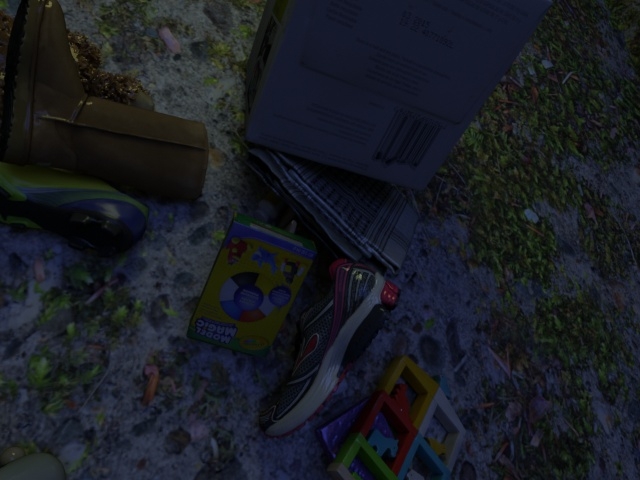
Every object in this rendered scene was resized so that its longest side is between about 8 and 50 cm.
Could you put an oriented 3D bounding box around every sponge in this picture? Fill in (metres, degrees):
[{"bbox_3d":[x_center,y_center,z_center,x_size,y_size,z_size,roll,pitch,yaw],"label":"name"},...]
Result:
[{"bbox_3d":[0.086,0.381,0.678,0.117,0.031,0.210,-22,80,-31],"label":"sponge"}]

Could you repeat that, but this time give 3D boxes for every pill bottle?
[{"bbox_3d":[-0.086,-0.068,0.759,0.043,0.043,0.083,43,59,-5],"label":"pill bottle"}]

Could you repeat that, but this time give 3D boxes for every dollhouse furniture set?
[{"bbox_3d":[0.000,0.000,0.727,0.151,0.123,0.144,22,63,-17],"label":"dollhouse furniture set"}]

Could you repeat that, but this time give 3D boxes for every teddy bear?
[{"bbox_3d":[-0.431,-0.242,0.639,0.338,0.113,0.245,12,73,-30],"label":"teddy bear"}]

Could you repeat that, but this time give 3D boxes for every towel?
[{"bbox_3d":[0.052,-0.092,0.761,0.312,0.056,0.324,47,35,-2],"label":"towel"}]

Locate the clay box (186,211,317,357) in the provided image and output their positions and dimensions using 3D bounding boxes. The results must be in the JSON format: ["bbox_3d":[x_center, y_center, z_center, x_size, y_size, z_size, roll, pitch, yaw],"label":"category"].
[{"bbox_3d":[-0.109,0.083,0.611,0.128,0.053,0.222,21,105,-16],"label":"clay box"}]

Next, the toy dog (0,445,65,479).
[{"bbox_3d":[-0.435,0.231,0.379,0.220,0.333,0.161,-42,58,-19],"label":"toy dog"}]

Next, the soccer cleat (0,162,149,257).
[{"bbox_3d":[-0.399,-0.069,0.602,0.289,0.093,0.121,25,32,-10],"label":"soccer cleat"}]

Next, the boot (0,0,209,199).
[{"bbox_3d":[-0.293,-0.193,0.602,0.270,0.089,0.236,5,101,-47],"label":"boot"}]

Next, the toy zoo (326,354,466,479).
[{"bbox_3d":[0.153,0.336,0.698,0.192,0.030,0.293,51,46,-4],"label":"toy zoo"}]

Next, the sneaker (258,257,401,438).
[{"bbox_3d":[-0.002,0.167,0.628,0.112,0.121,0.299,35,93,10],"label":"sneaker"}]

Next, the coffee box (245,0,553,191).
[{"bbox_3d":[0.080,-0.345,0.712,0.338,0.338,0.334,13,38,-21],"label":"coffee box"}]
